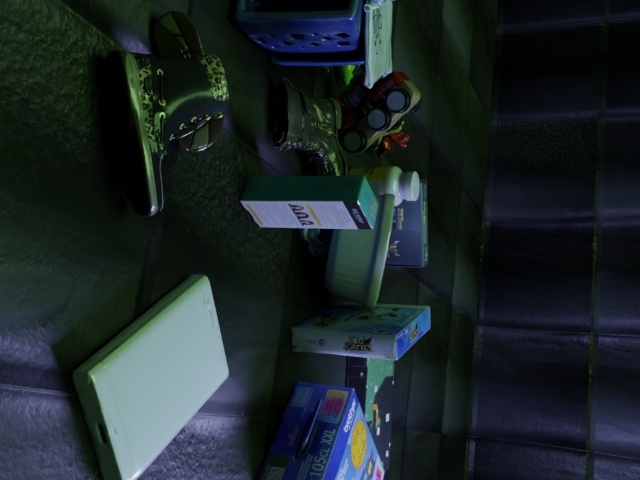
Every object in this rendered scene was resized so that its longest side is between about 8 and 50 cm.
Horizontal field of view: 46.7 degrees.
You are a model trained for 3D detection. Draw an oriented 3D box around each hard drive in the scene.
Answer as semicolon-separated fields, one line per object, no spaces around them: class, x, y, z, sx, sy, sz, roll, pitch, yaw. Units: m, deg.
hard drive;-0.249;0.209;1.155;0.307;0.040;0.203;-45;132;-57
hard drive;0.133;0.463;2.013;0.237;0.064;0.339;16;77;-66

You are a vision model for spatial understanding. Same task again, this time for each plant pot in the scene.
plant pot;-0.012;-0.471;1.442;0.212;0.236;0.236;51;44;-66

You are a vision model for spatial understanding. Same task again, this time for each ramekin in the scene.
ramekin;0.088;0.017;1.726;0.273;0.127;0.273;10;90;-87

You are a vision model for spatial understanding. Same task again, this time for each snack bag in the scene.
snack bag;0.126;-0.483;1.471;0.323;0.037;0.342;-57;150;-69

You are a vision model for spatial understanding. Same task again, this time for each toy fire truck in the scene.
toy fire truck;0.080;-0.353;1.746;0.246;0.217;0.158;52;25;8

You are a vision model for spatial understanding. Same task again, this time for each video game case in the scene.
video game case;0.099;0.200;1.698;0.269;0.244;0.061;-20;108;-65

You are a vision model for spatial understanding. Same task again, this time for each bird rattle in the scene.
bird rattle;0.167;-0.342;1.990;0.253;0.143;0.207;-17;90;-68

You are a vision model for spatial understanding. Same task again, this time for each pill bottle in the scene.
pill bottle;0.153;-0.138;1.879;0.103;0.184;0.103;1;90;-67

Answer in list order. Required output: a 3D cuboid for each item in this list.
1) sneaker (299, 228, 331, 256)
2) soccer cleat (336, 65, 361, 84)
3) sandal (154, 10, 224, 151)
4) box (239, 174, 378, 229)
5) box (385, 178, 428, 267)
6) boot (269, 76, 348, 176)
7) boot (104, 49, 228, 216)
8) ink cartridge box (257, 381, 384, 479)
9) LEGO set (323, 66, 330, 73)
sneaker;0.000;0.000;1.693;0.135;0.058;0.052;48;48;-58
soccer cleat;0.088;-0.456;1.887;0.179;0.060;0.072;-52;147;-45
sandal;-0.214;-0.254;1.190;0.060;0.090;0.219;-137;-150;-72
box;-0.021;-0.073;1.407;0.100;0.244;0.060;57;41;-53
box;0.193;-0.048;1.979;0.059;0.183;0.232;-19;109;-65
boot;-0.036;-0.208;1.592;0.229;0.091;0.263;-10;97;-61
boot;-0.213;-0.164;1.096;0.178;0.085;0.236;-16;103;-42
ink cartridge box;0.003;0.499;1.619;0.270;0.151;0.395;-66;146;-42
LEGO set;0.017;-0.440;1.755;0.054;0.023;0.083;-57;141;-50
